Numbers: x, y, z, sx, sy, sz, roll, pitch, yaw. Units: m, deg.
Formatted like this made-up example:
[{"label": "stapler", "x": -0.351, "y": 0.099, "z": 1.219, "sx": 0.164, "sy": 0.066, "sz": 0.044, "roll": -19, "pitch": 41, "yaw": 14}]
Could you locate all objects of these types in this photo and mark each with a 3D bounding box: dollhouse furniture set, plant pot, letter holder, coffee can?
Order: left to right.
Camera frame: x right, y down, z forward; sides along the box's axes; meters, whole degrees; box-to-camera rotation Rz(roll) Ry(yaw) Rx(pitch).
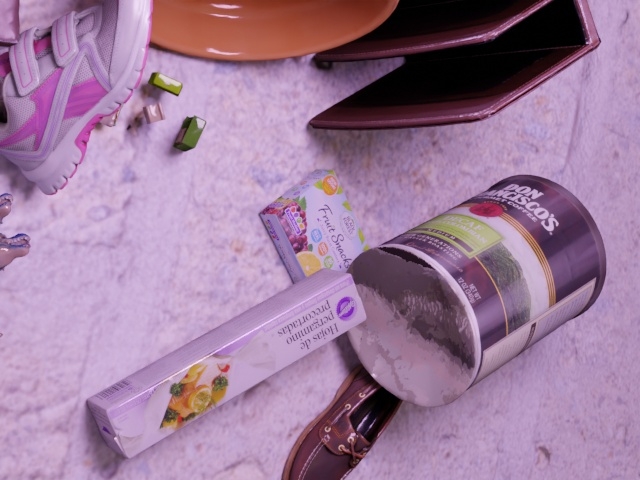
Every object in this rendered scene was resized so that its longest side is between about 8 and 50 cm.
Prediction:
[{"label": "dollhouse furniture set", "x": -0.198, "y": -0.147, "z": 1.269, "sx": 0.152, "sy": 0.058, "sz": 0.076, "roll": 24, "pitch": 85, "yaw": -17}, {"label": "plant pot", "x": -0.070, "y": -0.333, "z": 1.215, "sx": 0.291, "sy": 0.291, "sz": 0.203, "roll": 9, "pitch": 70, "yaw": -38}, {"label": "letter holder", "x": 0.113, "y": -0.231, "z": 1.325, "sx": 0.214, "sy": 0.302, "sz": 0.152, "roll": -36, "pitch": 113, "yaw": -30}, {"label": "coffee can", "x": 0.189, "y": 0.056, "z": 1.445, "sx": 0.275, "sy": 0.201, "sz": 0.201, "roll": -26, "pitch": 109, "yaw": -41}]

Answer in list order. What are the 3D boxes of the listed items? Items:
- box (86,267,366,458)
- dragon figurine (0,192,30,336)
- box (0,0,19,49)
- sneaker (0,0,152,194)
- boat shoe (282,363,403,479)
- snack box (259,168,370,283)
[{"label": "box", "x": -0.098, "y": 0.130, "z": 1.313, "sx": 0.324, "sy": 0.067, "sz": 0.063, "roll": -29, "pitch": 110, "yaw": -26}, {"label": "dragon figurine", "x": -0.381, "y": 0.074, "z": 1.101, "sx": 0.289, "sy": 0.144, "sz": 0.085, "roll": -39, "pitch": 118, "yaw": -8}, {"label": "box", "x": -0.371, "y": -0.271, "z": 1.036, "sx": 0.168, "sy": 0.167, "sz": 0.203, "roll": 1, "pitch": 93, "yaw": -38}, {"label": "sneaker", "x": -0.245, "y": -0.159, "z": 1.126, "sx": 0.111, "sy": 0.103, "sz": 0.252, "roll": 26, "pitch": 116, "yaw": -26}, {"label": "boat shoe", "x": 0.033, "y": 0.233, "z": 1.440, "sx": 0.073, "sy": 0.073, "sz": 0.207, "roll": 47, "pitch": 67, "yaw": -33}, {"label": "snack box", "x": 0.000, "y": 0.000, "z": 1.420, "sx": 0.100, "sy": 0.037, "sz": 0.141, "roll": -40, "pitch": 116, "yaw": -30}]
